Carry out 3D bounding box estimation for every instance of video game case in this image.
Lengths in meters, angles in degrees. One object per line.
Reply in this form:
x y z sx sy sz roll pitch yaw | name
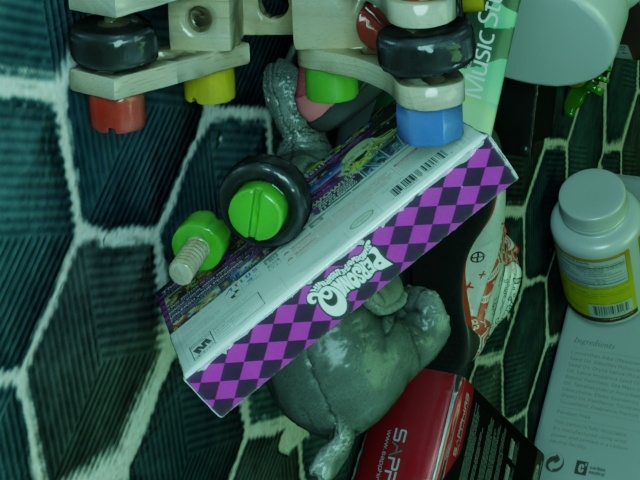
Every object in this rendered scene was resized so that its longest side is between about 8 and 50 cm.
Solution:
0.000 0.000 1.038 0.042 0.232 0.210 51 -1 -16 | video game case

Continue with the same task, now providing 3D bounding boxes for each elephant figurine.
-0.013 0.018 1.209 0.169 0.186 0.239 -33 126 -16 | elephant figurine

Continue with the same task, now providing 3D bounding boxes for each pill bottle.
0.248 -0.345 1.563 0.204 0.204 0.361 60 44 -56 | pill bottle
0.359 0.006 2.053 0.215 0.117 0.117 69 38 -50 | pill bottle

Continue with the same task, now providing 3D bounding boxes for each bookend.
0.224 -0.181 1.732 0.157 0.072 0.156 -25 122 -63 | bookend

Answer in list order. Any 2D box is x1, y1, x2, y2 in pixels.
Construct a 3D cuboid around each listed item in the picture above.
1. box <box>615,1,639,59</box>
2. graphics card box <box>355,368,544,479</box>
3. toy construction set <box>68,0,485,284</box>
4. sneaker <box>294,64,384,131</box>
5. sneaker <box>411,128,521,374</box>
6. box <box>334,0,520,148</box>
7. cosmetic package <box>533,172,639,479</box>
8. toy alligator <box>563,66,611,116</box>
0.362 -0.423 1.879 0.191 0.143 0.381 45 56 -62 | box
0.132 0.285 1.671 0.371 0.094 0.232 41 61 -62 | graphics card box
-0.029 -0.182 1.024 0.308 0.257 0.237 61 26 -16 | toy construction set
0.011 -0.229 1.201 0.136 0.116 0.313 24 66 -22 | sneaker
0.150 -0.010 1.612 0.145 0.090 0.270 -38 135 -59 | sneaker
0.094 -0.191 1.293 0.232 0.058 0.322 168 -66 -72 | box
0.434 0.160 2.228 0.230 0.162 0.453 48 55 -61 | cosmetic package
0.343 -0.246 2.002 0.056 0.051 0.189 6 93 -67 | toy alligator
